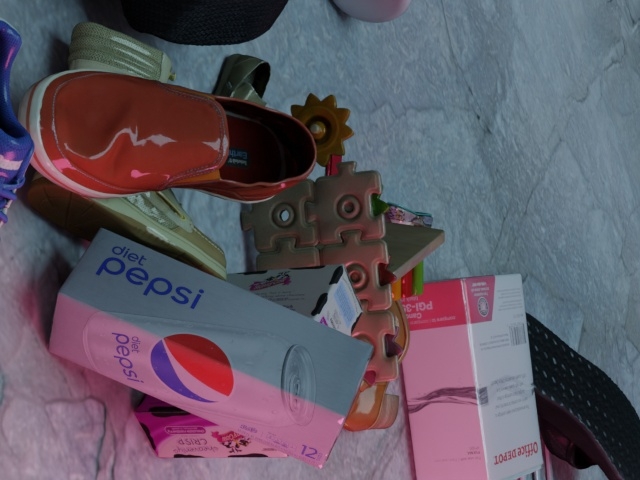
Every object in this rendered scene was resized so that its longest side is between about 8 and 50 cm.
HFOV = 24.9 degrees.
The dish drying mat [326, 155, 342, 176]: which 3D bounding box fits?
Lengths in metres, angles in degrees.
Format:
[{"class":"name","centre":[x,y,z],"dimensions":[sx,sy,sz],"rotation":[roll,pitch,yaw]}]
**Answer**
[{"class":"dish drying mat","centre":[0.019,-0.097,1.875],"dimensions":[0.032,0.008,0.083],"rotation":[31,57,-55]}]

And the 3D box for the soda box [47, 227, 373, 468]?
[{"class":"soda box","centre":[-0.103,0.100,1.355],"dimensions":[0.091,0.286,0.098],"rotation":[111,4,-46]}]

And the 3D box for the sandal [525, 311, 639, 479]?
[{"class":"sandal","centre":[0.397,0.268,2.356],"dimensions":[0.446,0.107,0.167],"rotation":[44,44,-27]}]

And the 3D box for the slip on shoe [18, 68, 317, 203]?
[{"class":"slip on shoe","centre":[-0.134,-0.097,1.349],"dimensions":[0.331,0.101,0.123],"rotation":[8,75,-45]}]

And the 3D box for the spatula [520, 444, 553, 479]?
[{"class":"spatula","centre":[0.348,0.359,2.333],"dimensions":[0.168,0.019,0.242],"rotation":[12,74,-58]}]

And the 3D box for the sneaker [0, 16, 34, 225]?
[{"class":"sneaker","centre":[-0.300,-0.045,1.190],"dimensions":[0.112,0.131,0.296],"rotation":[-2,87,-62]}]

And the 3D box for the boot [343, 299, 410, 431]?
[{"class":"boot","centre":[0.044,0.137,1.806],"dimensions":[0.152,0.073,0.197],"rotation":[19,65,-53]}]

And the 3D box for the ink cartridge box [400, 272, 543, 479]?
[{"class":"ink cartridge box","centre":[0.209,0.193,2.029],"dimensions":[0.207,0.117,0.283],"rotation":[-1,84,-60]}]

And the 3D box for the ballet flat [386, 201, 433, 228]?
[{"class":"ballet flat","centre":[0.122,-0.026,2.011],"dimensions":[0.114,0.041,0.041],"rotation":[14,72,-58]}]

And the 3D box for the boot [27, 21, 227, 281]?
[{"class":"boot","centre":[-0.173,-0.079,1.456],"dimensions":[0.262,0.095,0.203],"rotation":[35,53,-45]}]

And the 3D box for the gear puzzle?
[{"class":"gear puzzle","centre":[0.000,0.000,1.661],"dimensions":[0.044,0.175,0.339],"rotation":[10,74,-70]}]

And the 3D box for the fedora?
[{"class":"fedora","centre":[-0.114,-0.293,1.497],"dimensions":[0.334,0.334,0.152],"rotation":[-42,149,-55]}]

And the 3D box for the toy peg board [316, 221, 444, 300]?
[{"class":"toy peg board","centre":[0.048,0.037,1.758],"dimensions":[0.160,0.161,0.079],"rotation":[-35,129,-57]}]

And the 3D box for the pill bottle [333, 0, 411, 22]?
[{"class":"pill bottle","centre":[0.087,-0.403,1.955],"dimensions":[0.117,0.117,0.215],"rotation":[54,40,-40]}]

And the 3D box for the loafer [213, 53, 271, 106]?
[{"class":"loafer","centre":[-0.093,-0.155,1.653],"dimensions":[0.056,0.050,0.148],"rotation":[45,47,-47]}]

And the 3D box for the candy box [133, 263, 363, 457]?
[{"class":"candy box","centre":[-0.070,0.125,1.519],"dimensions":[0.233,0.159,0.071],"rotation":[-60,136,-46]}]
